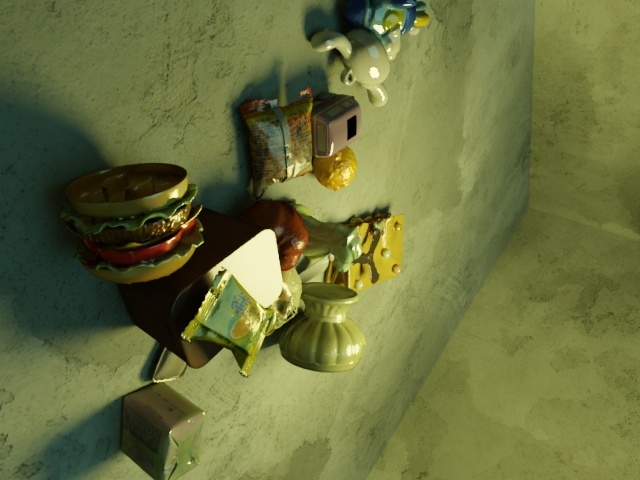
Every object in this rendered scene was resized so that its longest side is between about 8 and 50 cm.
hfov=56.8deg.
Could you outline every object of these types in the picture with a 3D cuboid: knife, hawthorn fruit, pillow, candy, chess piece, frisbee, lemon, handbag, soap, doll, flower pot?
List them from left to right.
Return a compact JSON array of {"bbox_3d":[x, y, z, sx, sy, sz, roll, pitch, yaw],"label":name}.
[{"bbox_3d":[-0.419,0.506,1.571,0.138,0.199,0.182,-16,121,-49],"label":"soap"},{"bbox_3d":[-0.386,0.283,1.635,0.131,0.038,0.232,17,95,-62],"label":"pillow"},{"bbox_3d":[-0.199,0.200,1.387,0.187,0.081,0.297,-61,148,-14],"label":"candy"},{"bbox_3d":[-0.140,-0.037,1.690,0.243,0.208,0.207,-94,176,-49],"label":"hawthorn fruit"},{"bbox_3d":[0.000,0.000,1.794,0.176,0.298,0.175,-31,131,-45],"label":"chess piece"},{"bbox_3d":[0.005,0.077,2.046,0.336,0.043,0.081,-34,144,-13],"label":"knife"},{"bbox_3d":[0.015,0.281,2.003,0.307,0.307,0.244,-9,111,-55],"label":"flower pot"},{"bbox_3d":[0.046,-0.232,1.877,0.142,0.142,0.187,-53,165,-23],"label":"lemon"},{"bbox_3d":[0.167,0.058,2.158,0.187,0.012,0.211,0,96,-51],"label":"frisbee"},{"bbox_3d":[0.187,0.041,2.286,0.401,0.133,0.283,-15,113,-50],"label":"handbag"},{"bbox_3d":[0.165,-0.631,1.802,0.365,0.187,0.376,-57,160,3],"label":"doll"}]

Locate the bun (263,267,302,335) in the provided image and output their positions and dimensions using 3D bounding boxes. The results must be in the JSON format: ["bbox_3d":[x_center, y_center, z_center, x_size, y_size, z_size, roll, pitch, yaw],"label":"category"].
[{"bbox_3d":[-0.156,0.181,1.817,0.287,0.146,0.287,-34,136,-41],"label":"bun"}]

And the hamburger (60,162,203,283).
[{"bbox_3d":[-0.381,-0.027,1.230,0.274,0.274,0.212,-32,127,-44],"label":"hamburger"}]

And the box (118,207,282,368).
[{"bbox_3d":[-0.297,0.100,1.475,0.339,0.229,0.239,-42,141,-37],"label":"box"}]

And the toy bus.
[{"bbox_3d":[0.030,-0.349,1.778,0.202,0.142,0.142,-39,138,-39],"label":"toy bus"}]

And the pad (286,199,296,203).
[{"bbox_3d":[-0.140,-0.007,1.863,0.158,0.003,0.235,-20,125,-50],"label":"pad"}]

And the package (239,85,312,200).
[{"bbox_3d":[-0.103,-0.264,1.643,0.223,0.108,0.288,-27,134,-30],"label":"package"}]
